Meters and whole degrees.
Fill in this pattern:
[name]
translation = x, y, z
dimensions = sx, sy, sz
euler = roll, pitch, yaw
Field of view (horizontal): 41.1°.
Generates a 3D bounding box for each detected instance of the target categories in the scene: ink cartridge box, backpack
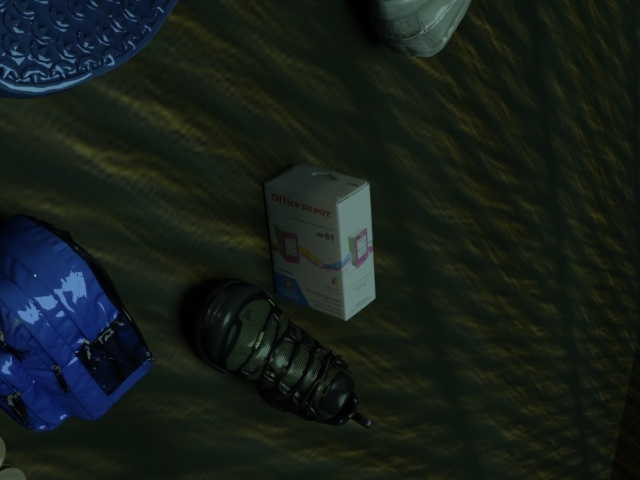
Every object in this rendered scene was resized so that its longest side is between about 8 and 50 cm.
[ink cartridge box]
translation = 0.000, 0.000, 0.787
dimensions = 0.052, 0.088, 0.123
euler = -32, 128, -43
[backpack]
translation = -0.175, 0.052, 0.537
dimensions = 0.101, 0.097, 0.120
euler = -46, 139, -31

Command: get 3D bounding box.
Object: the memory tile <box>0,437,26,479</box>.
[memory tile]
translation = -0.254, 0.154, 0.539
dimensions = 0.113, 0.012, 0.148
euler = -49, 139, -35

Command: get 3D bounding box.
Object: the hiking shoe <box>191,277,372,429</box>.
[hiking shoe]
translation = -0.024, 0.106, 0.770
dimensions = 0.086, 0.114, 0.227
euler = -64, 146, -17

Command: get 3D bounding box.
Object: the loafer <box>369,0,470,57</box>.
[loafer]
translation = 0.134, -0.336, 0.833
dimensions = 0.320, 0.112, 0.111
euler = -69, 155, -8

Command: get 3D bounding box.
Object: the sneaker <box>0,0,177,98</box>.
[sneaker]
translation = -0.133, -0.155, 0.512
dimensions = 0.081, 0.090, 0.232
euler = 55, 52, -22
